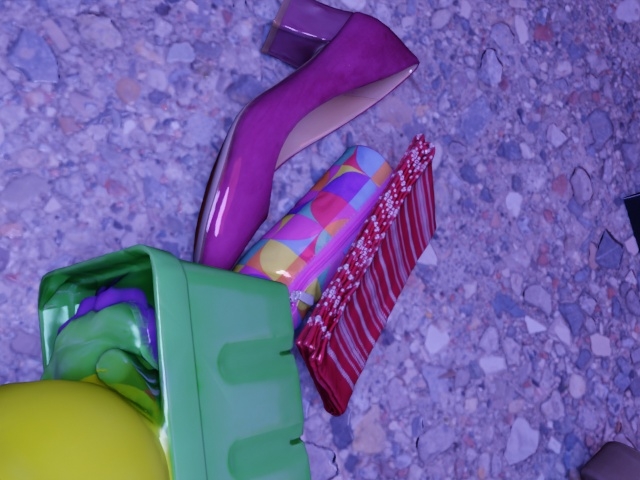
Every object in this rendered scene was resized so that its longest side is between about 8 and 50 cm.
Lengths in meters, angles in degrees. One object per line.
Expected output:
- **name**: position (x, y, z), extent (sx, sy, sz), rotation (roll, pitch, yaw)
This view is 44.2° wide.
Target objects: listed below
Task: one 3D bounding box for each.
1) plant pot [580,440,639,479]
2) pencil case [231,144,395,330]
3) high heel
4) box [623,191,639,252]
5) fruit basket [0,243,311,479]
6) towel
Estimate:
- **plant pot**: position (0.360, 0.409, 0.914), extent (0.229, 0.263, 0.263), rotation (-43, 101, -6)
- **pencil case**: position (0.000, 0.000, 0.868), extent (0.104, 0.104, 0.236), rotation (45, 66, -13)
- **high heel**: position (-0.008, -0.103, 0.856), extent (0.181, 0.127, 0.377), rotation (22, 70, -10)
- **box**: position (0.567, 0.033, 1.126), extent (0.184, 0.103, 0.261), rotation (-16, 89, -23)
- **fruit basket**: position (-0.186, 0.195, 0.646), extent (0.392, 0.283, 0.392), rotation (9, 76, -39)
- **towel**: position (0.063, 0.045, 0.851), extent (0.031, 0.199, 0.275), rotation (22, 66, 21)
